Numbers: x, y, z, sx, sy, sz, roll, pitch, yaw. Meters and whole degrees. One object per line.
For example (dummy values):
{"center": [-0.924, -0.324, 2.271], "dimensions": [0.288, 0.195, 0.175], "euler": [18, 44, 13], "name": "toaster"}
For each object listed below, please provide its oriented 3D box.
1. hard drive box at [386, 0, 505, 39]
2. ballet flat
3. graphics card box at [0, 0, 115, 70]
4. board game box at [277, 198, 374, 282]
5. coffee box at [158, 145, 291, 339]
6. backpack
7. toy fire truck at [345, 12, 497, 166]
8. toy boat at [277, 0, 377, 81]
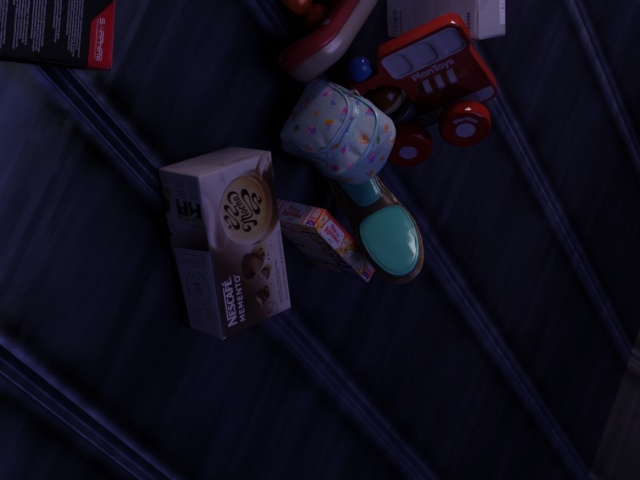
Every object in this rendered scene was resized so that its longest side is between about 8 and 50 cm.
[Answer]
{"center": [0.242, -0.490, 1.897], "dimensions": [0.089, 0.232, 0.181], "euler": [-18, 113, -41], "name": "hard drive box"}
{"center": [0.104, -0.033, 1.840], "dimensions": [0.116, 0.342, 0.124], "euler": [-28, 146, -6], "name": "ballet flat"}
{"center": [-0.460, -0.367, 1.328], "dimensions": [0.371, 0.094, 0.233], "euler": [-3, 101, -45], "name": "graphics card box"}
{"center": [0.000, 0.000, 1.835], "dimensions": [0.193, 0.146, 0.045], "euler": [45, 69, -42], "name": "board game box"}
{"center": [-0.165, 0.002, 1.692], "dimensions": [0.168, 0.119, 0.297], "euler": [-23, 115, -41], "name": "coffee box"}
{"center": [0.034, -0.196, 1.765], "dimensions": [0.166, 0.188, 0.144], "euler": [-59, 152, 0], "name": "backpack"}
{"center": [0.179, -0.295, 1.857], "dimensions": [0.254, 0.302, 0.169], "euler": [44, 37, -41], "name": "toy fire truck"}
{"center": [-0.010, -0.406, 1.758], "dimensions": [0.151, 0.151, 0.231], "euler": [35, 71, -12], "name": "toy boat"}
